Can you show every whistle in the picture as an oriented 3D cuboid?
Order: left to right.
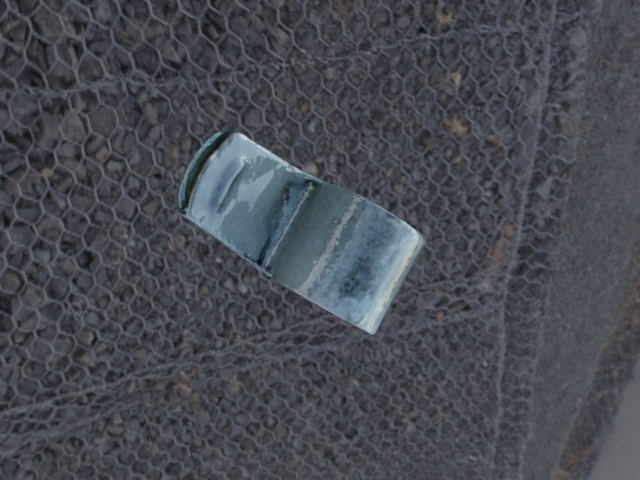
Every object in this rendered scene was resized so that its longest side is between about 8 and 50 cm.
[{"bbox_3d":[-0.021,-0.011,1.047,0.404,0.188,0.168,31,86,-17],"label":"whistle"}]
